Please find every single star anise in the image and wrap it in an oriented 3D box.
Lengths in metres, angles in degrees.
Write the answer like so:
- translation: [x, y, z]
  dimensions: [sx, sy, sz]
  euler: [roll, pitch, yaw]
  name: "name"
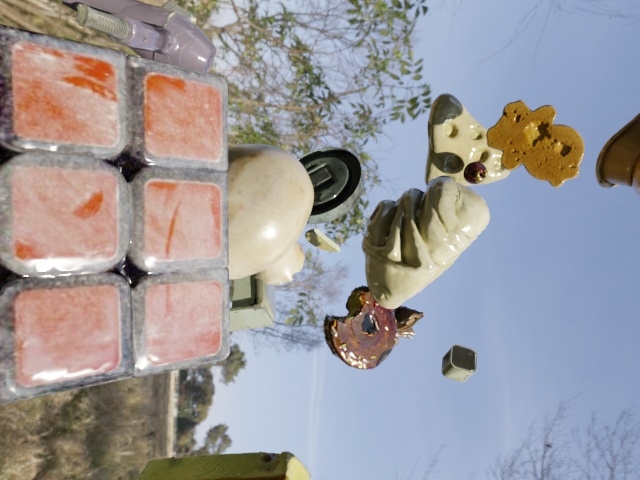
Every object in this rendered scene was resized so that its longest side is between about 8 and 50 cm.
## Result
- translation: [0.251, 0.295, 1.642]
  dimensions: [0.349, 0.293, 0.109]
  euler: [70, 22, -44]
  name: "star anise"

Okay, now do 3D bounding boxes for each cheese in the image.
- translation: [0.562, -0.366, 1.613]
  dimensions: [0.129, 0.329, 0.350]
  euler: [-81, 172, -76]
  name: "cheese"

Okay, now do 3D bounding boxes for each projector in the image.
- translation: [0.435, 0.386, 1.357]
  dimensions: [0.082, 0.083, 0.083]
  euler: [103, 4, -51]
  name: "projector"

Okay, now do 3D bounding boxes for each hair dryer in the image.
- translation: [-0.360, -0.398, 0.781]
  dimensions: [0.121, 0.301, 0.361]
  euler: [-62, -166, 16]
  name: "hair dryer"

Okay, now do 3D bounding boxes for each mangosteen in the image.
- translation: [0.538, -0.235, 1.502]
  dimensions: [0.081, 0.081, 0.080]
  euler: [-177, -90, -67]
  name: "mangosteen"

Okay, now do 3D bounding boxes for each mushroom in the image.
- translation: [-0.131, -0.040, 0.872]
  dimensions: [0.298, 0.290, 0.297]
  euler: [-22, -134, 25]
  name: "mushroom"

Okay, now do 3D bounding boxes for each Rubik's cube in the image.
- translation: [-0.293, -0.022, 0.465]
  dimensions: [0.301, 0.305, 0.303]
  euler: [0, -91, 53]
  name: "Rubik's cube"

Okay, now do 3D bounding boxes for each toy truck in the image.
- translation: [0.848, -0.200, 1.029]
  dimensions: [0.204, 0.288, 0.211]
  euler: [59, -2, -41]
  name: "toy truck"

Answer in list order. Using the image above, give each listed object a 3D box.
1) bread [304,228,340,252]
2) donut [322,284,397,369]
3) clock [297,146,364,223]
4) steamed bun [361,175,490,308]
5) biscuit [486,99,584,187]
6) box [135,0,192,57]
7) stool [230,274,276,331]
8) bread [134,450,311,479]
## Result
- translation: [-0.005, -0.002, 1.952]
  dimensions: [0.112, 0.193, 0.036]
  euler: [-4, -123, 44]
  name: "bread"
- translation: [0.113, 0.249, 1.226]
  dimensions: [0.096, 0.216, 0.230]
  euler: [-17, -145, 55]
  name: "donut"
- translation: [0.002, -0.134, 1.047]
  dimensions: [0.042, 0.215, 0.214]
  euler: [58, 13, -51]
  name: "clock"
- translation: [0.246, -0.016, 1.133]
  dimensions: [0.247, 0.339, 0.352]
  euler: [46, -33, 16]
  name: "steamed bun"
- translation: [0.552, -0.246, 1.101]
  dimensions: [0.249, 0.035, 0.184]
  euler: [39, -63, 22]
  name: "biscuit"
- translation: [-0.539, -0.552, 1.378]
  dimensions: [0.396, 0.111, 0.396]
  euler: [-54, -152, 20]
  name: "box"
- translation: [-0.275, 0.119, 1.224]
  dimensions: [0.170, 0.270, 0.243]
  euler: [82, 0, -61]
  name: "stool"
- translation: [-0.107, 0.283, 0.485]
  dimensions: [0.088, 0.226, 0.049]
  euler: [63, 27, -21]
  name: "bread"
